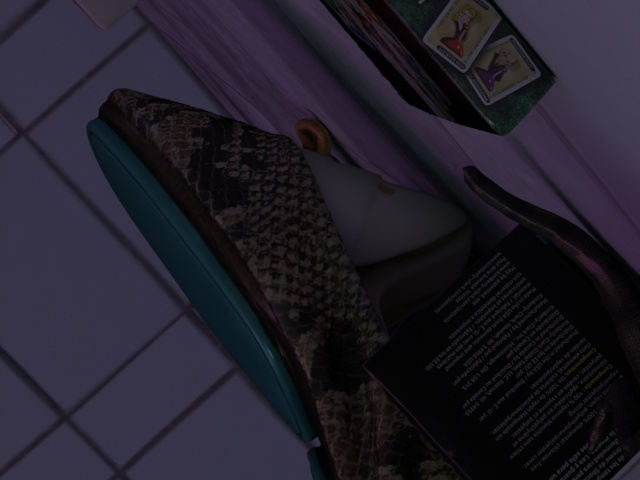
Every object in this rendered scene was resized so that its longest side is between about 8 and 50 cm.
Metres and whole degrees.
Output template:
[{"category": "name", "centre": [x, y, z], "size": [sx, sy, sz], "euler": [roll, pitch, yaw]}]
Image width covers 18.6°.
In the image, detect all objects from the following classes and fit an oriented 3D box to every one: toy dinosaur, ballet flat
[{"category": "toy dinosaur", "centre": [0.148, 0.085, 0.762], "size": [0.268, 0.064, 0.118], "euler": [55, -179, 19]}, {"category": "ballet flat", "centre": [0.040, 0.083, 1.068], "size": [0.483, 0.182, 0.164], "euler": [61, 172, 30]}]

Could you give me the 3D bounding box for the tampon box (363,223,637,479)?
[{"category": "tampon box", "centre": [0.118, 0.092, 0.901], "size": [0.161, 0.101, 0.120], "euler": [48, 179, 20]}]

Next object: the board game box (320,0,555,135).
[{"category": "board game box", "centre": [-0.031, -0.142, 0.627], "size": [0.259, 0.030, 0.136], "euler": [49, -179, -13]}]

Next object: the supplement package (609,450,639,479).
[{"category": "supplement package", "centre": [0.175, 0.200, 0.569], "size": [0.293, 0.175, 0.177], "euler": [48, 180, 19]}]

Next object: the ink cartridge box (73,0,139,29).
[{"category": "ink cartridge box", "centre": [-0.199, -0.259, 1.331], "size": [0.203, 0.086, 0.148], "euler": [49, 179, -42]}]

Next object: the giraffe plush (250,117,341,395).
[{"category": "giraffe plush", "centre": [0.000, 0.000, 1.549], "size": [0.210, 0.181, 0.170], "euler": [-11, -116, -51]}]

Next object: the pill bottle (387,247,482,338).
[{"category": "pill bottle", "centre": [0.074, 0.062, 1.209], "size": [0.186, 0.112, 0.112], "euler": [47, 178, 41]}]
